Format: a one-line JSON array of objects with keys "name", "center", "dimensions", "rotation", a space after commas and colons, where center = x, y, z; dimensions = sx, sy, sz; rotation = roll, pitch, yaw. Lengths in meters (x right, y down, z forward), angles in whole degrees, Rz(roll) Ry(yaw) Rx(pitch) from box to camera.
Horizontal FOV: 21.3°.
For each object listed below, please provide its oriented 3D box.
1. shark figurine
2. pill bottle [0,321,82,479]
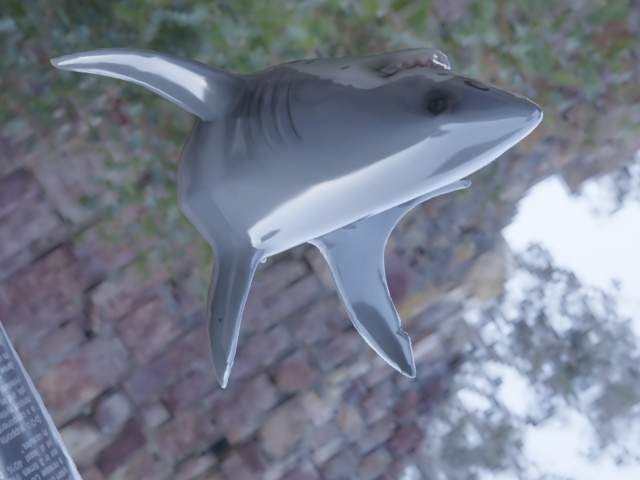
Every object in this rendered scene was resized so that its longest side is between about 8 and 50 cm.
[{"name": "shark figurine", "center": [-0.018, 0.003, 0.661], "dimensions": [0.166, 0.116, 0.278], "rotation": [5, 170, 0]}, {"name": "pill bottle", "center": [-0.198, 0.131, 0.822], "dimensions": [0.162, 0.278, 0.162], "rotation": [-26, -178, 1]}]
